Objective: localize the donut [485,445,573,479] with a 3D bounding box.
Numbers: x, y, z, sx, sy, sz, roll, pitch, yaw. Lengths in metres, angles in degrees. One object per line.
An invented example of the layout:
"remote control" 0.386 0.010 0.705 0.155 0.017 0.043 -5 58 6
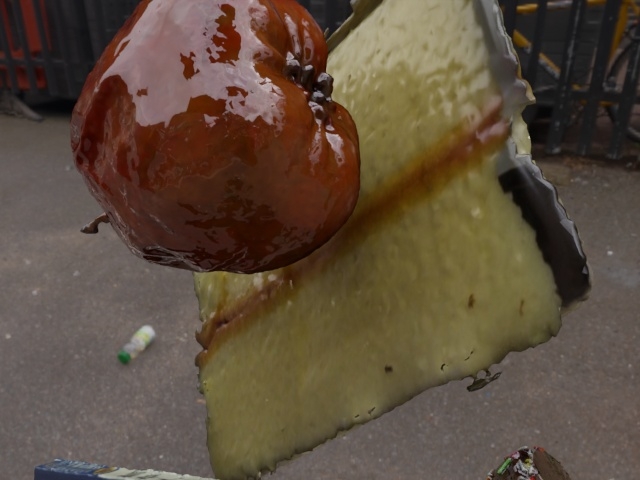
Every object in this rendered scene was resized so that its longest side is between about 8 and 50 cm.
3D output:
"donut" 0.318 0.416 0.784 0.103 0.269 0.269 -36 17 22

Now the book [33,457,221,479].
"book" -0.143 0.374 0.539 0.428 0.299 0.039 -10 -9 35

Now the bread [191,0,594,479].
"bread" 0.000 0.000 0.508 0.405 0.345 0.242 -24 -15 3

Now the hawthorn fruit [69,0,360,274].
"hawthorn fruit" -0.095 -0.061 0.432 0.243 0.207 0.207 -26 17 25
